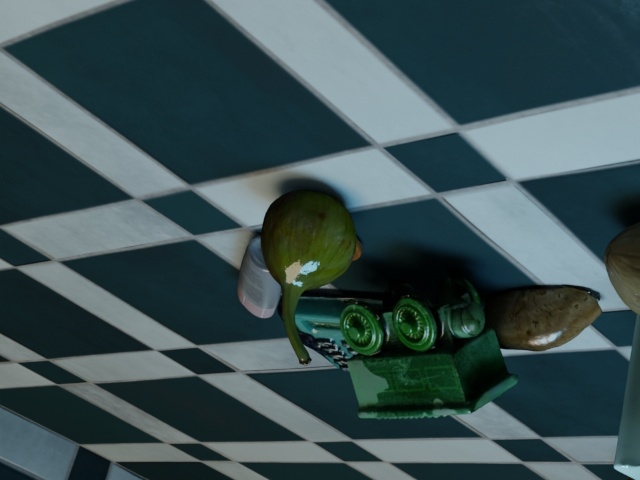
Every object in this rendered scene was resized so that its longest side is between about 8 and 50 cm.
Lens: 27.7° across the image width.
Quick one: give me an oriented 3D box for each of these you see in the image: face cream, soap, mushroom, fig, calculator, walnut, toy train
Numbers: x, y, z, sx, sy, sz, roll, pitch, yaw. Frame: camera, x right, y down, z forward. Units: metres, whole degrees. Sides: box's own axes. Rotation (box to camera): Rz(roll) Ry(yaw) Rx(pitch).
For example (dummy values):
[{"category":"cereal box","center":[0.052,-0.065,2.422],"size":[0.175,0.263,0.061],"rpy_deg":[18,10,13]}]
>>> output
[{"category":"face cream","center":[-0.095,0.060,2.103],"size":[0.084,0.057,0.198],"rpy_deg":[47,159,12]},{"category":"soap","center":[0.514,0.222,1.843],"size":[0.159,0.265,0.087],"rpy_deg":[27,152,-24]},{"category":"mushroom","center":[0.320,0.122,1.966],"size":[0.209,0.094,0.072],"rpy_deg":[-5,152,45]},{"category":"fig","center":[-0.026,0.053,1.836],"size":[0.149,0.245,0.149],"rpy_deg":[10,161,3]},{"category":"calculator","center":[0.080,0.170,2.240],"size":[0.248,0.058,0.274],"rpy_deg":[4,154,26]},{"category":"walnut","center":[0.446,0.038,1.661],"size":[0.162,0.140,0.140],"rpy_deg":[0,155,-3]},{"category":"toy train","center":[0.152,0.160,1.981],"size":[0.266,0.202,0.145],"rpy_deg":[-11,-171,46]}]

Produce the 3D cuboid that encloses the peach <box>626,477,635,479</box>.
[{"category":"peach","center":[0.685,0.522,2.392],"size":[0.292,0.248,0.292],"rpy_deg":[4,176,0]}]

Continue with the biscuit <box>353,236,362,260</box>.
[{"category":"biscuit","center":[0.000,0.000,1.974],"size":[0.130,0.019,0.102],"rpy_deg":[13,156,5]}]
